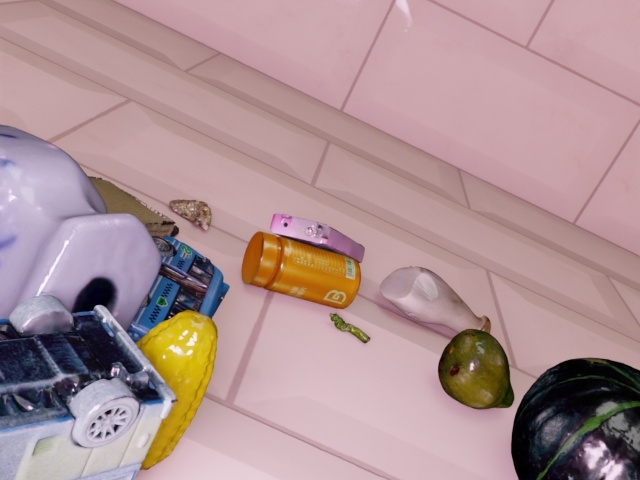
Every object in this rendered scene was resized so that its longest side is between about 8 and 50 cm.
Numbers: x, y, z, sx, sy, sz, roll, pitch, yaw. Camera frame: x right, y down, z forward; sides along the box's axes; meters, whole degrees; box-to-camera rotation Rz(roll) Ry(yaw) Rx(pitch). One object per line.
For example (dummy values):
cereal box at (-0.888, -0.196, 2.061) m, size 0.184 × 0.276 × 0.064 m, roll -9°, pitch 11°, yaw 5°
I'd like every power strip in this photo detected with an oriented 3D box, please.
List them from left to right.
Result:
power strip at (0.000, 0.000, 1.383) m, size 0.109 × 0.037 × 0.279 m, roll 12°, pitch -6°, yaw 19°

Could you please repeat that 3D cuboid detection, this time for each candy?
candy at (-0.169, 0.150, 0.774) m, size 0.106 × 0.199 × 0.094 m, roll 35°, pitch 26°, yaw -2°

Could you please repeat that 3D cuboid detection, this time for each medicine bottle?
medicine bottle at (-0.032, 0.053, 1.296) m, size 0.192 × 0.096 × 0.096 m, roll 17°, pitch 23°, yaw -25°

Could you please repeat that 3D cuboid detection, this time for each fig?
fig at (0.272, 0.226, 1.231) m, size 0.156 × 0.123 × 0.123 m, roll 35°, pitch 19°, yaw -12°

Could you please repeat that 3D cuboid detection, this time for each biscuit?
biscuit at (-0.323, -0.044, 1.132) m, size 0.150 × 0.052 × 0.252 m, roll 31°, pitch 4°, yaw 3°

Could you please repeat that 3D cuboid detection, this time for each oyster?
oyster at (-0.240, -0.057, 1.390) m, size 0.083 × 0.038 × 0.080 m, roll 22°, pitch 23°, yaw -16°

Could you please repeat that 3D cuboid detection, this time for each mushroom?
mushroom at (0.226, 0.129, 1.452) m, size 0.225 × 0.093 × 0.116 m, roll 32°, pitch 35°, yaw -13°

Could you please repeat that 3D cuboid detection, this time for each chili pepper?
chili pepper at (0.049, 0.149, 1.272) m, size 0.083 × 0.022 × 0.027 m, roll 32°, pitch 20°, yaw 4°

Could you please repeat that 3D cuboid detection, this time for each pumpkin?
pumpkin at (0.426, 0.298, 1.074) m, size 0.315 × 0.238 × 0.315 m, roll 25°, pitch 25°, yaw -13°

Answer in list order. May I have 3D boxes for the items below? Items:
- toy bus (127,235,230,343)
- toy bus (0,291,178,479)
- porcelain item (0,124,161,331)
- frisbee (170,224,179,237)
toy bus at (-0.206, 0.098, 0.962) m, size 0.134 × 0.113 × 0.246 m, roll 28°, pitch 22°, yaw -8°
toy bus at (-0.296, 0.163, 0.596) m, size 0.312 × 0.190 × 0.152 m, roll 1°, pitch 33°, yaw -49°
porcelain item at (-0.381, -0.013, 0.849) m, size 0.405 × 0.242 × 0.178 m, roll 26°, pitch -2°, yaw 31°
frisbee at (-0.270, 0.005, 1.248) m, size 0.211 × 0.012 × 0.187 m, roll 26°, pitch 20°, yaw -2°
